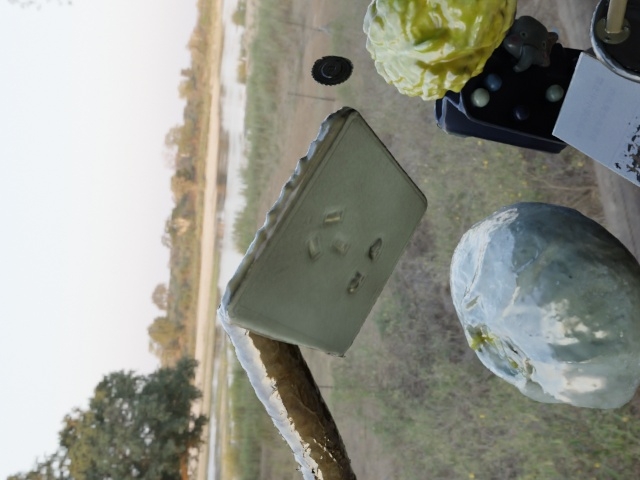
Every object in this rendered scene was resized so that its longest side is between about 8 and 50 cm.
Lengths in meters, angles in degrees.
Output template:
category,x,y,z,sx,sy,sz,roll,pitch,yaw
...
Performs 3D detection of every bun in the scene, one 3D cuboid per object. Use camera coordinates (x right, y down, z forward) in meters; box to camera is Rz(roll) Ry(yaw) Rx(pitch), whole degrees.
category,x,y,z,sx,sy,sz,roll,pitch,yaw
bun,0.348,0.116,0.948,0.362,0.211,0.361,40,157,21

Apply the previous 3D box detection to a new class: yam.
category,x,y,z,sx,sy,sz,roll,pitch,yaw
yam,-0.020,0.181,0.612,0.066,0.066,0.299,-127,15,-71

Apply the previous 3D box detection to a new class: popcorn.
category,x,y,z,sx,sy,sz,roll,pitch,yaw
popcorn,0.200,-0.351,0.950,0.206,0.251,0.237,42,159,23

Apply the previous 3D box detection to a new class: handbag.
category,x,y,z,sx,sy,sz,roll,pitch,yaw
handbag,0.401,-0.333,1.225,0.118,0.326,0.268,160,116,-67

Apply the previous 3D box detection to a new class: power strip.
category,x,y,z,sx,sy,sz,roll,pitch,yaw
power strip,0.000,0.000,0.556,0.065,0.213,0.198,30,86,36

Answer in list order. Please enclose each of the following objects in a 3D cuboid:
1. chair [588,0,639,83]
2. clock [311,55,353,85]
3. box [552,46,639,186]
category,x,y,z,sx,sy,sz,roll,pitch,yaw
chair,0.223,-0.168,0.369,0.221,0.095,0.104,35,-122,-70
clock,0.020,-0.301,1.072,0.010,0.074,0.083,87,-163,-53
box,0.557,-0.176,1.013,0.325,0.047,0.180,42,149,31
